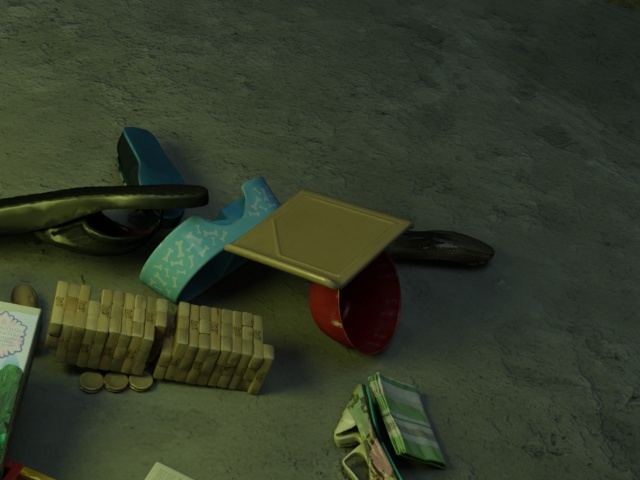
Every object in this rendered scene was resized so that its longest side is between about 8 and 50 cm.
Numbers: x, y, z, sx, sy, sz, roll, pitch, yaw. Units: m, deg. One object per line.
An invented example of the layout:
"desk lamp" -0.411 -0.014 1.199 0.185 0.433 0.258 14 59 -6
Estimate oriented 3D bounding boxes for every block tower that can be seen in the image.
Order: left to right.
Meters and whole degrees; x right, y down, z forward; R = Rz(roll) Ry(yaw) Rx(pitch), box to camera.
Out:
"block tower" -0.245 0.149 1.706 0.335 0.091 0.097 12 41 -14

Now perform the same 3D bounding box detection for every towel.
"towel" 0.138 0.278 1.734 0.113 0.023 0.152 22 33 -39

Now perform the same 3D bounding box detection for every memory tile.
"memory tile" -0.323 0.176 1.728 0.113 0.012 0.148 0 45 -19

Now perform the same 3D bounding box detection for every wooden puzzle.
"wooden puzzle" 0.000 0.000 1.787 0.221 0.044 0.239 19 36 31

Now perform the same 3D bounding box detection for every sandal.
"sandal" -0.394 -0.027 1.809 0.446 0.107 0.167 -6 10 5

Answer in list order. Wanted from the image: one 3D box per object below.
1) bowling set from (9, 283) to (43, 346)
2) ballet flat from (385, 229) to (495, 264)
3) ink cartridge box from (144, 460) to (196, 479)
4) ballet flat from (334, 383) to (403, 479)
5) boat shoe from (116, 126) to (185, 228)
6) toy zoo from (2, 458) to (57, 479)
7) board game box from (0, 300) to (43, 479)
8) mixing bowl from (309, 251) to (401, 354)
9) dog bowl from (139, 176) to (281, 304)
"bowling set" -0.559 0.096 1.643 0.200 0.287 0.154 -32 39 9
"ballet flat" 0.204 0.017 2.062 0.250 0.058 0.084 6 21 -21
"ink cartridge box" -0.171 0.402 1.481 0.191 0.082 0.139 26 42 7
"ballet flat" 0.066 0.312 1.681 0.079 0.077 0.221 -19 48 -2
"boat shoe" -0.300 -0.098 1.984 0.109 0.089 0.258 10 35 -28
"toy zoo" -0.447 0.368 1.461 0.293 0.030 0.192 22 41 5
"board game box" -0.556 0.210 1.453 0.319 0.066 0.318 11 60 -7
"mixing bowl" 0.045 0.096 1.849 0.098 0.181 0.181 -1 28 37
"dog bowl" -0.171 0.005 1.863 0.074 0.166 0.297 45 46 11
